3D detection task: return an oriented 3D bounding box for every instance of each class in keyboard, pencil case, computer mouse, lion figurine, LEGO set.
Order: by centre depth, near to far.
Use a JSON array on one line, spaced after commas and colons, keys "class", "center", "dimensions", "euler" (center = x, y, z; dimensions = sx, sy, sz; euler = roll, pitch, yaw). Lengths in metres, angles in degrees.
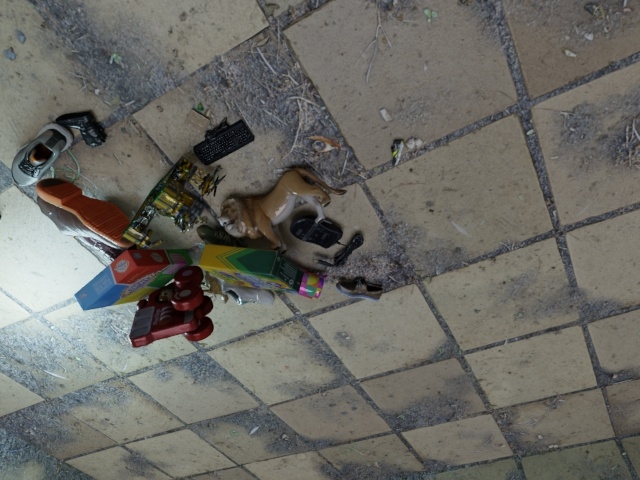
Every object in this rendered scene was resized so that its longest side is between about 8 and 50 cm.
[{"class": "keyboard", "center": [-0.299, -0.290, 1.359], "dimensions": [0.192, 0.038, 0.100], "euler": [-24, 124, 20]}, {"class": "LEGO set", "center": [-0.427, -0.086, 1.403], "dimensions": [0.192, 0.254, 0.331], "euler": [36, 126, -24]}, {"class": "lion figurine", "center": [-0.128, -0.115, 1.430], "dimensions": [0.392, 0.240, 0.142], "euler": [-37, 164, 12]}, {"class": "computer mouse", "center": [0.000, 0.000, 1.572], "dimensions": [0.262, 0.060, 0.184], "euler": [18, 129, -21]}, {"class": "pencil case", "center": [-0.100, 0.136, 1.660], "dimensions": [0.237, 0.104, 0.104], "euler": [18, 128, -13]}]

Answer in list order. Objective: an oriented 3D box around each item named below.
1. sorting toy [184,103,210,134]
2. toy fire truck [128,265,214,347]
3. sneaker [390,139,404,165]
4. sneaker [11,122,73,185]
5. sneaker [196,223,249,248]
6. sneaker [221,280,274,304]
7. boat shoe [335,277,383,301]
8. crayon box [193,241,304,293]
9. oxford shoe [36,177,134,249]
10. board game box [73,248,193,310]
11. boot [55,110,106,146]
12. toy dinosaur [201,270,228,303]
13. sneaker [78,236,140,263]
[{"class": "sorting toy", "center": [-0.350, -0.353, 1.325], "dimensions": [0.062, 0.012, 0.083], "euler": [33, 128, -16]}, {"class": "toy fire truck", "center": [-0.509, 0.228, 1.565], "dimensions": [0.254, 0.302, 0.169], "euler": [-13, 120, -7]}, {"class": "sneaker", "center": [0.223, -0.262, 1.360], "dimensions": [0.035, 0.031, 0.083], "euler": [17, 125, 6]}, {"class": "sneaker", "center": [-0.861, -0.246, 1.382], "dimensions": [0.272, 0.107, 0.100], "euler": [-33, 122, 28]}, {"class": "sneaker", "center": [-0.325, -0.007, 1.576], "dimensions": [0.086, 0.064, 0.192], "euler": [-27, 131, 26]}, {"class": "sneaker", "center": [-0.277, 0.213, 1.736], "dimensions": [0.212, 0.094, 0.080], "euler": [24, 125, -16]}, {"class": "boat shoe", "center": [0.147, 0.173, 1.705], "dimensions": [0.183, 0.066, 0.066], "euler": [14, 125, -21]}, {"class": "crayon box", "center": [-0.243, 0.091, 1.500], "dimensions": [0.323, 0.083, 0.203], "euler": [6, 160, 26]}, {"class": "oxford shoe", "center": [-0.745, -0.061, 1.471], "dimensions": [0.364, 0.130, 0.132], "euler": [32, 122, 10]}, {"class": "board game box", "center": [-0.608, 0.123, 1.528], "dimensions": [0.242, 0.316, 0.064], "euler": [-37, 80, 13]}, {"class": "boot", "center": [-0.702, -0.325, 1.351], "dimensions": [0.121, 0.045, 0.099], "euler": [-4, 135, 9]}, {"class": "toy dinosaur", "center": [-0.419, 0.163, 1.738], "dimensions": [0.112, 0.064, 0.211], "euler": [-27, 133, -5]}, {"class": "sneaker", "center": [-0.681, -0.002, 1.577], "dimensions": [0.281, 0.106, 0.163], "euler": [38, 119, -24]}]
